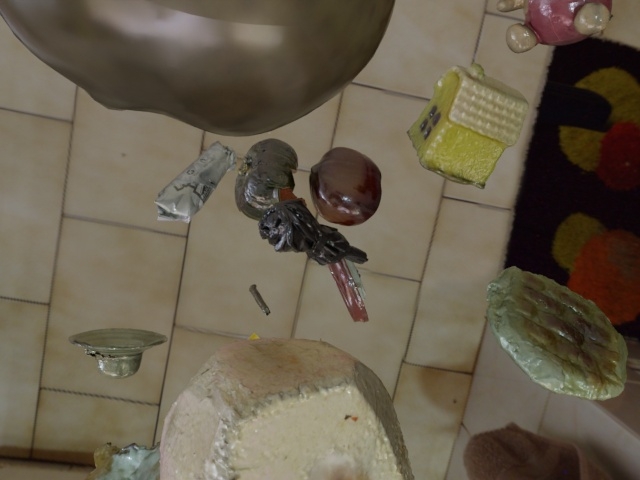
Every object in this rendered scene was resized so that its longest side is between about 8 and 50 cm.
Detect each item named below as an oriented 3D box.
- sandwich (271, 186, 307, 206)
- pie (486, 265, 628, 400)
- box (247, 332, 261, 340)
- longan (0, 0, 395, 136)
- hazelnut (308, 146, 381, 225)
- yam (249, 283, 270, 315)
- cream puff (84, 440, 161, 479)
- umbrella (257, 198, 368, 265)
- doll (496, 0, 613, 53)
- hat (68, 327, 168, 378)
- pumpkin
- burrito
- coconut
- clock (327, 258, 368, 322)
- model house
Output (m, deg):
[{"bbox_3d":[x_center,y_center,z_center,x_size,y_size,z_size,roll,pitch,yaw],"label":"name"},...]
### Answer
[{"bbox_3d":[-0.074,-0.084,1.327,0.029,0.135,0.067,12,78,35],"label":"sandwich"},{"bbox_3d":[0.451,0.171,1.081,0.306,0.306,0.071,13,134,-7],"label":"pie"},{"bbox_3d":[-0.113,0.363,1.334,0.269,0.043,0.152,46,61,4],"label":"box"},{"bbox_3d":[-0.101,-0.242,0.486,0.350,0.288,0.288,6,100,-23],"label":"longan"},{"bbox_3d":[0.063,-0.145,1.580,0.230,0.229,0.229,-1,101,-5],"label":"hazelnut"},{"bbox_3d":[-0.195,0.191,1.845,0.033,0.129,0.027,-50,136,9],"label":"yam"},{"bbox_3d":[-0.290,0.515,1.070,0.323,0.274,0.269,-19,122,20],"label":"cream puff"},{"bbox_3d":[0.000,0.000,1.246,0.340,0.118,0.118,20,101,-49],"label":"umbrella"},{"bbox_3d":[0.369,-0.440,0.903,0.196,0.152,0.255,-7,103,15],"label":"doll"},{"bbox_3d":[-0.530,0.306,1.499,0.252,0.252,0.109,4,91,-6],"label":"hat"},{"bbox_3d":[-0.157,-0.170,1.598,0.159,0.238,0.238,24,98,-16],"label":"pumpkin"},{"bbox_3d":[-0.195,-0.099,0.934,0.064,0.203,0.064,13,131,15],"label":"burrito"},{"bbox_3d":[-0.047,0.259,0.682,0.297,0.254,0.297,-2,95,-28],"label":"coconut"},{"bbox_3d":[0.080,0.108,1.783,0.080,0.318,0.318,-24,102,-1],"label":"clock"},{"bbox_3d":[0.339,-0.265,1.286,0.193,0.174,0.234,17,132,-18],"label":"model house"}]
